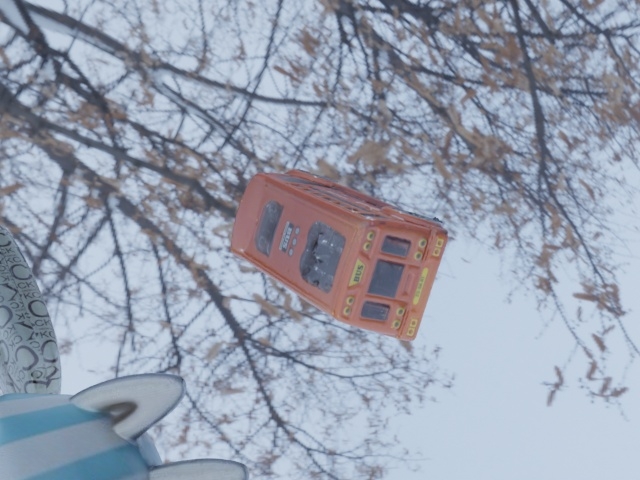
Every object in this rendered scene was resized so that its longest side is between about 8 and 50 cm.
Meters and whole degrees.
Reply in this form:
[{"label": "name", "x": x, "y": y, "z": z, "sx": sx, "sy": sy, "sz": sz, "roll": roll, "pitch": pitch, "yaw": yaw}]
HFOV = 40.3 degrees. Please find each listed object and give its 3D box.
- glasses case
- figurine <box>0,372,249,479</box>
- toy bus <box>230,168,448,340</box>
[{"label": "glasses case", "x": -0.453, "y": 0.112, "z": 1.278, "sx": 0.354, "sy": 0.085, "sz": 0.137, "roll": 52, "pitch": -45, "yaw": 40}, {"label": "figurine", "x": -0.228, "y": 0.298, "z": 0.809, "sx": 0.378, "sy": 0.361, "sz": 0.266, "roll": -16, "pitch": -132, "yaw": 15}, {"label": "toy bus", "x": 0.000, "y": 0.000, "z": 1.047, "sx": 0.329, "sy": 0.153, "sz": 0.143, "roll": 29, "pitch": -75, "yaw": 56}]
